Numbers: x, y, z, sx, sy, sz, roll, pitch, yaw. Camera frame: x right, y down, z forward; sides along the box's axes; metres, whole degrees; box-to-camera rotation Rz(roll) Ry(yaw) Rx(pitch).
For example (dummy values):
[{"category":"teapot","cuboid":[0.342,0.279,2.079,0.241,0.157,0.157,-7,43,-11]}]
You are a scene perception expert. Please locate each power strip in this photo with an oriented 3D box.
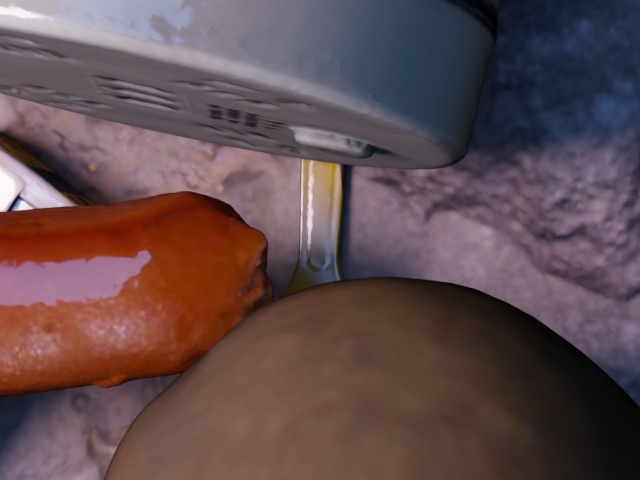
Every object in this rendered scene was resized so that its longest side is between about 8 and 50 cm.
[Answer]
[{"category":"power strip","cuboid":[-0.085,-0.146,0.969,0.357,0.357,0.161,12,87,11]}]

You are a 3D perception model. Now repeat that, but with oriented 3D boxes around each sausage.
[{"category":"sausage","cuboid":[-0.198,0.035,1.017,0.348,0.094,0.097,-5,93,2]}]

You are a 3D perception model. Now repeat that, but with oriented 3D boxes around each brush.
[{"category":"brush","cuboid":[0.000,0.000,1.110,0.083,0.011,0.205,2,86,12]}]

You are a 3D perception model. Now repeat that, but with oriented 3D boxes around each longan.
[{"category":"longan","cuboid":[0.042,0.175,0.949,0.319,0.319,0.319,-1,86,11]}]

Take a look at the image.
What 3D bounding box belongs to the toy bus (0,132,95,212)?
[{"category":"toy bus","cuboid":[-0.266,0.089,1.114,0.138,0.097,0.342,34,91,4]}]
